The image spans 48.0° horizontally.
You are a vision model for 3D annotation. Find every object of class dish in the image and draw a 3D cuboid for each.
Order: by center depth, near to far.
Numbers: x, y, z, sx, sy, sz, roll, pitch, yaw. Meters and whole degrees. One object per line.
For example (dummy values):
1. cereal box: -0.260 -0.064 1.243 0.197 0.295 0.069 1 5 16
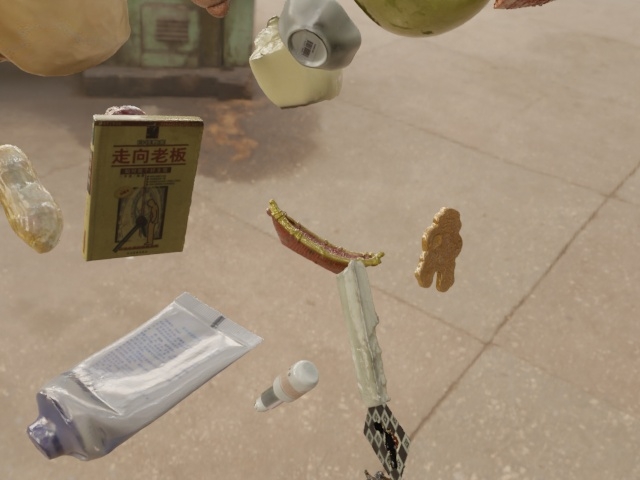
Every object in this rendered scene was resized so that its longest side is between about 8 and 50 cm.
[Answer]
1. dish: -0.015 -0.409 1.472 0.190 0.191 0.066 18 56 17

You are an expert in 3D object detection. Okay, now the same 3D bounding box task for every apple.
1. apple: 0.169 -0.496 1.228 0.291 0.292 0.254 -7 13 -21

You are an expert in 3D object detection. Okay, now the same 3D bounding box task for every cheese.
1. cheese: -0.064 -0.446 1.801 0.127 0.233 0.266 -41 25 -31

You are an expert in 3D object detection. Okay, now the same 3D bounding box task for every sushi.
1. sushi: 0.154 0.425 1.574 0.031 0.139 0.201 -1 27 -21

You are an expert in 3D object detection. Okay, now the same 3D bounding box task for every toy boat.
1. toy boat: -0.002 0.006 1.728 0.317 0.099 0.141 26 9 -17

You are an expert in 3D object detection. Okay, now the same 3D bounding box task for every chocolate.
1. chocolate: -0.762 -0.112 1.858 0.134 0.134 0.309 -24 82 -39

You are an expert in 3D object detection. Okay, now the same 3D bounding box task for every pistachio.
1. pistachio: -0.231 -0.208 0.569 0.157 0.157 0.229 8 0 2

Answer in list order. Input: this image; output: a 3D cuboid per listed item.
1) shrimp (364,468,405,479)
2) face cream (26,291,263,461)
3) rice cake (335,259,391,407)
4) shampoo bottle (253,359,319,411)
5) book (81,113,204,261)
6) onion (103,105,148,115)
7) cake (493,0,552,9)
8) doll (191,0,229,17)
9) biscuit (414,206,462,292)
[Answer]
1. shrimp: 0.125 0.516 1.296 0.169 0.296 0.058 -46 34 -5
2. face cream: -0.332 0.240 1.306 0.234 0.137 0.420 24 43 36
3. rice cake: 0.078 0.163 1.269 0.052 0.057 0.256 -7 80 -24
4. shampoo bottle: -0.083 0.356 1.724 0.074 0.192 0.074 28 40 -26
5. book: -0.265 -0.076 1.070 0.161 0.231 0.026 -6 35 -32
6. onion: -0.422 -0.232 1.559 0.131 0.131 0.131 5 33 -3
7. cake: 0.313 -0.422 0.923 0.158 0.160 0.262 -18 -3 -20
8. doll: -0.314 -0.614 1.531 0.303 0.201 0.156 15 33 -16
9. biscuit: 0.337 0.024 2.018 0.144 0.236 0.040 14 -2 -39
